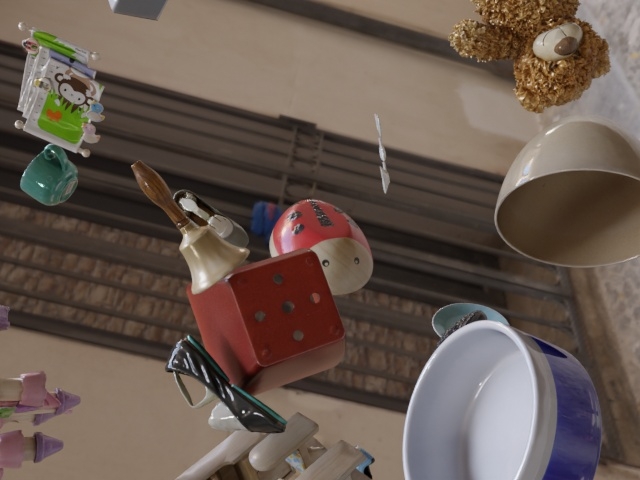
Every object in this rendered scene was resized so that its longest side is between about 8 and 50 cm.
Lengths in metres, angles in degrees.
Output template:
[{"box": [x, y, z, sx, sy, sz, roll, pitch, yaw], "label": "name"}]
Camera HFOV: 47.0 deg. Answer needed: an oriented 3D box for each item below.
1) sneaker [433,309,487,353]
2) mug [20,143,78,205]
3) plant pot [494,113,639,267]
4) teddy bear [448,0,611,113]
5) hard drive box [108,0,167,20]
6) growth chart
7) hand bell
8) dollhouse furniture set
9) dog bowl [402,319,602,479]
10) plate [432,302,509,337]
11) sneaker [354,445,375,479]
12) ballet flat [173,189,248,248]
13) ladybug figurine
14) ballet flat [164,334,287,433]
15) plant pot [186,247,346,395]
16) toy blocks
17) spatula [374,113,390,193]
[{"box": [0.310, 0.282, 1.613, 0.286, 0.130, 0.109, -57, 5, -28], "label": "sneaker"}, {"box": [-0.677, -0.157, 1.857, 0.129, 0.097, 0.158, -56, 0, -18], "label": "mug"}, {"box": [0.456, -0.107, 1.283, 0.284, 0.284, 0.190, 114, 170, -58], "label": "plant pot"}, {"box": [0.300, -0.363, 1.109, 0.113, 0.245, 0.337, 121, 140, -65], "label": "teddy bear"}, {"box": [-0.291, -0.520, 1.227, 0.232, 0.089, 0.181, -44, 59, 41], "label": "hard drive box"}, {"box": [-0.490, -0.276, 1.387, 0.021, 0.172, 0.237, -85, 14, -55], "label": "growth chart"}, {"box": [-0.245, -0.038, 1.280, 0.126, 0.242, 0.126, -35, 11, 8], "label": "hand bell"}, {"box": [-0.082, 0.552, 1.473, 0.394, 0.256, 0.362, 20, 136, 47], "label": "dollhouse furniture set"}, {"box": [0.219, 0.241, 0.929, 0.265, 0.104, 0.264, -50, 27, 38], "label": "dog bowl"}, {"box": [0.367, 0.215, 1.799, 0.188, 0.188, 0.024, -87, -2, -60], "label": "plate"}, {"box": [0.091, 0.599, 1.843, 0.063, 0.073, 0.162, -34, -36, -66], "label": "sneaker"}, {"box": [-0.263, -0.047, 1.723, 0.072, 0.213, 0.068, -53, -17, -9], "label": "ballet flat"}, {"box": [0.000, 0.000, 2.268, 0.449, 0.305, 0.161, -127, 36, -54], "label": "ladybug figurine"}, {"box": [-0.184, 0.288, 1.353, 0.096, 0.280, 0.095, -50, -31, -10], "label": "ballet flat"}, {"box": [-0.090, 0.153, 1.464, 0.236, 0.267, 0.267, 138, 114, -69], "label": "plant pot"}, {"box": [-0.587, 0.296, 1.418, 0.288, 0.260, 0.308, -38, 55, 51], "label": "toy blocks"}, {"box": [0.137, -0.207, 1.679, 0.242, 0.019, 0.168, -83, -18, -75], "label": "spatula"}]
